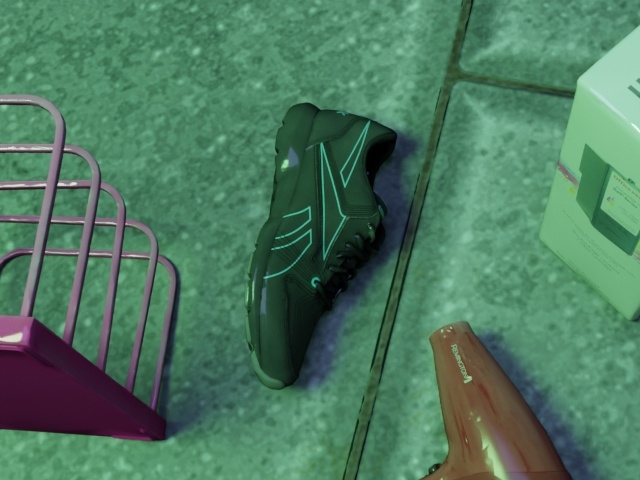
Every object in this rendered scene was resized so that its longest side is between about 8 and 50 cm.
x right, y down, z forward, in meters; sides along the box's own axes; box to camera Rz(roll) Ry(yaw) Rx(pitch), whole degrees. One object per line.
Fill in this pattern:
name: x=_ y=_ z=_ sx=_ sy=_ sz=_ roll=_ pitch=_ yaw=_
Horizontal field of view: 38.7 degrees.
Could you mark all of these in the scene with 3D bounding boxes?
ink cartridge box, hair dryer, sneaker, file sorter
ink cartridge box: x=0.283 y=-0.089 z=0.654 sx=0.207 sy=0.353 sz=0.119 roll=-40 pitch=70 yaw=-8
hair dryer: x=0.086 y=0.203 z=0.719 sx=0.224 sy=0.080 sz=0.293 roll=16 pitch=72 yaw=14
sneaker: x=0.000 y=0.000 z=0.796 sx=0.106 sy=0.101 sz=0.267 roll=8 pitch=71 yaw=8
file sorter: x=-0.247 y=0.034 z=0.718 sx=0.202 sy=0.290 sz=0.182 roll=2 pitch=67 yaw=8
